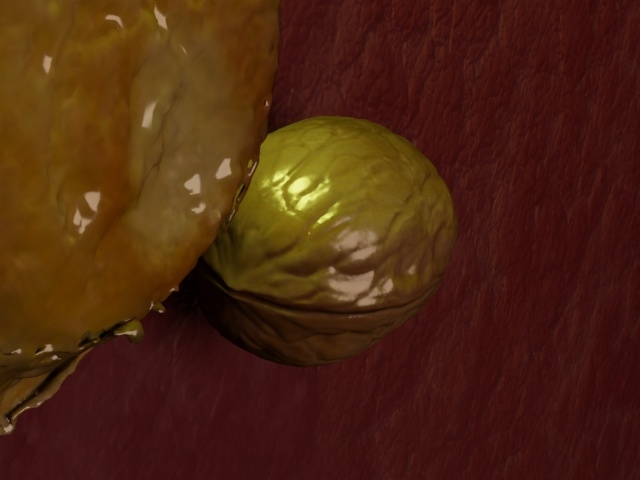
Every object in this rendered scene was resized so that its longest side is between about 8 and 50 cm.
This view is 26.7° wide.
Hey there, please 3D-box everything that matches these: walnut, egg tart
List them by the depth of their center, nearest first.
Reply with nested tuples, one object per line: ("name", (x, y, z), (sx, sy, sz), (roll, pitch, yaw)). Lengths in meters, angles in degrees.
("egg tart", (-0.152, -0.083, 0.603), (0.443, 0.178, 0.443), (-33, 130, -50))
("walnut", (0.000, 0.000, 0.907), (0.207, 0.167, 0.167), (-24, 121, -52))
